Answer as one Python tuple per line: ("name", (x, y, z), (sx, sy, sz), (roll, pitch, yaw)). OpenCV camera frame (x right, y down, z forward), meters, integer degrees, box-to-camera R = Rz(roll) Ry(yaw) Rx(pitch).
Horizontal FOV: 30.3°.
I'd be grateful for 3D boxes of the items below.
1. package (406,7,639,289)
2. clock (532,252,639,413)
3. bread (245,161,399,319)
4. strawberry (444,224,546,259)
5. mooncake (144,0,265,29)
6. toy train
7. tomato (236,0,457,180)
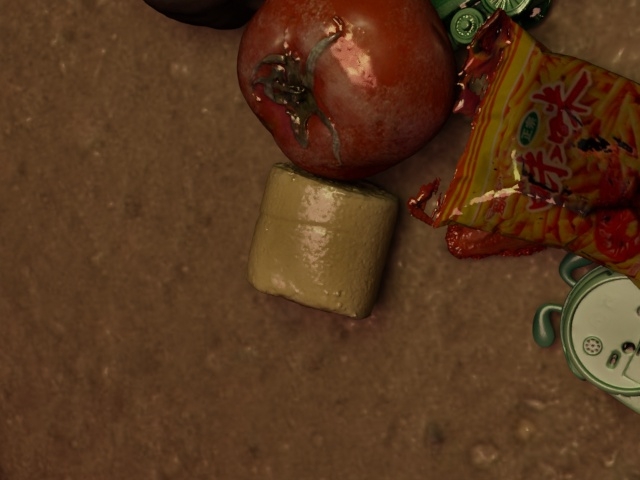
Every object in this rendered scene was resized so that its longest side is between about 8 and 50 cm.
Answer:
("package", (0.251, -0.072, 1.145), (0.288, 0.108, 0.223), (22, 81, 5))
("clock", (0.311, 0.092, 1.189), (0.188, 0.060, 0.148), (26, 105, 19))
("bread", (0.000, 0.000, 1.267), (0.148, 0.134, 0.141), (20, 102, 30))
("strawberry", (0.195, -0.027, 1.232), (0.152, 0.048, 0.104), (-35, 79, 18))
("mooncake", (-0.110, -0.368, 1.270), (0.283, 0.141, 0.283), (-1, 86, 20))
("toy train", (0.189, -0.265, 1.200), (0.178, 0.071, 0.105), (-31, 73, 23))
("tomato", (0.035, -0.175, 1.197), (0.232, 0.188, 0.232), (27, 137, 28))
